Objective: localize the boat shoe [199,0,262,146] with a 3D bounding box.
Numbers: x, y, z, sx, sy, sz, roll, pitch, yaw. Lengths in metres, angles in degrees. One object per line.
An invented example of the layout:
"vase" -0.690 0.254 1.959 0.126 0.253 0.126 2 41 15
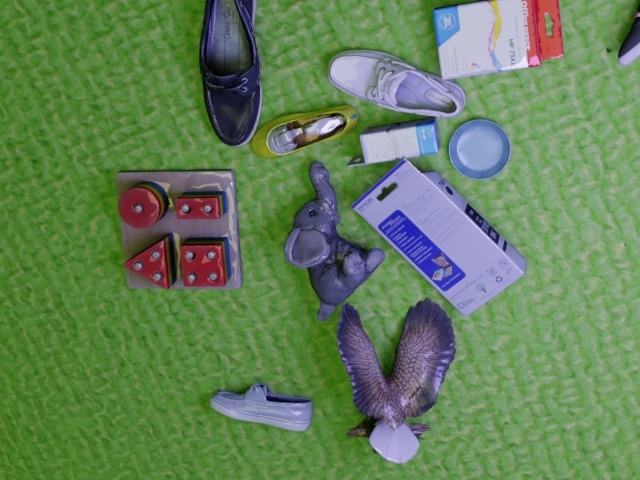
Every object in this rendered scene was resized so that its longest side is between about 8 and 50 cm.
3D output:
"boat shoe" -0.179 -0.344 1.820 0.127 0.113 0.339 9 107 7

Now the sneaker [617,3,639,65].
"sneaker" 0.592 -0.463 1.662 0.147 0.104 0.295 36 103 0

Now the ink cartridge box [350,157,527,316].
"ink cartridge box" 0.234 -0.013 1.844 0.333 0.065 0.165 44 122 -9

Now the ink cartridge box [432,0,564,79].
"ink cartridge box" 0.333 -0.384 1.738 0.231 0.078 0.134 -7 104 11

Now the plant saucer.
"plant saucer" 0.312 -0.179 1.830 0.119 0.021 0.119 3 107 9

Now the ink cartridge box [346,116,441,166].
"ink cartridge box" 0.138 -0.192 1.813 0.180 0.104 0.060 -8 104 12

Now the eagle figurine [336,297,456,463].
"eagle figurine" 0.136 0.281 1.910 0.225 0.226 0.298 19 115 25

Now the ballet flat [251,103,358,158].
"ballet flat" -0.038 -0.216 1.851 0.231 0.077 0.077 -16 103 14

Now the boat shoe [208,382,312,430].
"boat shoe" -0.127 0.351 2.037 0.228 0.079 0.081 12 98 1

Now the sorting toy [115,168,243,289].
"sorting toy" -0.305 -0.013 1.951 0.256 0.089 0.257 0 106 10

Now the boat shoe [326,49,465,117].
"boat shoe" 0.143 -0.299 1.785 0.277 0.096 0.098 15 108 6

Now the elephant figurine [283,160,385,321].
"elephant figurine" 0.000 0.000 1.886 0.239 0.186 0.169 44 152 7
